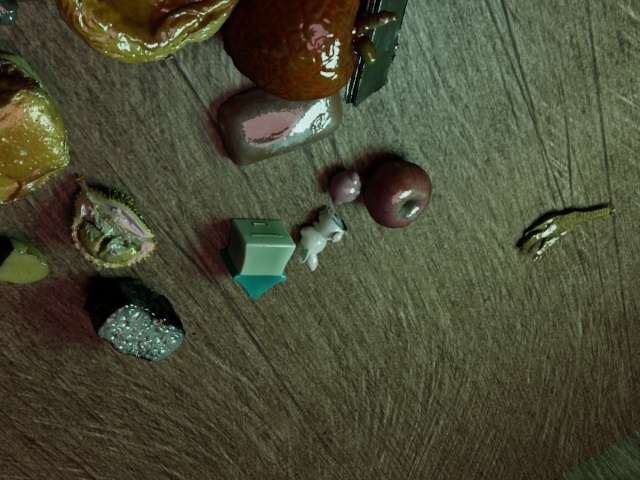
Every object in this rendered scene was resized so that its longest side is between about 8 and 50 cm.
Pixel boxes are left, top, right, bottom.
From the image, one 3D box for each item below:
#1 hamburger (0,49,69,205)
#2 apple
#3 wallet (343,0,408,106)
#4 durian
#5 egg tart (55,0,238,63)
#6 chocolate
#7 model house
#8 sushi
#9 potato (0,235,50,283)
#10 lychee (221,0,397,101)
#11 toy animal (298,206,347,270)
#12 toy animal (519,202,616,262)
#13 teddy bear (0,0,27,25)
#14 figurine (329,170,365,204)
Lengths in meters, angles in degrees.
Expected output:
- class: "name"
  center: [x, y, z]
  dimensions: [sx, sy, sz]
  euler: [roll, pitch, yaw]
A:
- class: "hamburger"
  center: [-0.545, -0.191, 1.507]
  dimensions: [0.244, 0.163, 0.244]
  euler: [-21, 138, -20]
- class: "apple"
  center: [0.166, -0.104, 1.971]
  dimensions: [0.153, 0.120, 0.153]
  euler: [-22, 137, -21]
- class: "wallet"
  center: [0.116, -0.416, 1.688]
  dimensions: [0.169, 0.044, 0.317]
  euler: [-45, 155, -49]
- class: "durian"
  center: [-0.419, -0.038, 1.750]
  dimensions: [0.146, 0.102, 0.208]
  euler: [-32, 111, -3]
- class: "egg tart"
  center: [-0.273, -0.450, 1.413]
  dimensions: [0.352, 0.150, 0.352]
  euler: [-24, 132, -30]
- class: "chocolate"
  center: [-0.069, -0.229, 1.772]
  dimensions: [0.261, 0.083, 0.161]
  euler: [-23, 132, -8]
- class: "model house"
  center: [-0.139, 0.039, 1.945]
  dimensions: [0.127, 0.100, 0.149]
  euler: [2, 123, -28]
- class: "sushi"
  center: [-0.390, 0.162, 1.899]
  dimensions: [0.124, 0.127, 0.225]
  euler: [-43, 141, 10]
- class: "potato"
  center: [-0.577, 0.037, 1.742]
  dimensions: [0.096, 0.066, 0.103]
  euler: [-36, 141, 24]
- class: "lychee"
  center: [-0.022, -0.370, 1.573]
  dimensions: [0.300, 0.255, 0.255]
  euler: [-2, 129, -6]
- class: "toy animal"
  center: [-0.003, -0.005, 2.001]
  dimensions: [0.124, 0.085, 0.071]
  euler: [-36, 152, 12]
- class: "toy animal"
  center: [0.628, -0.033, 2.317]
  dimensions: [0.275, 0.054, 0.149]
  euler: [-33, 137, 0]
- class: "teddy bear"
  center: [-0.484, -0.393, 1.372]
  dimensions: [0.251, 0.171, 0.144]
  euler: [-29, 155, -12]
- class: "figurine"
  center: [0.052, -0.113, 1.941]
  dimensions: [0.067, 0.071, 0.083]
  euler: [36, 100, 1]
